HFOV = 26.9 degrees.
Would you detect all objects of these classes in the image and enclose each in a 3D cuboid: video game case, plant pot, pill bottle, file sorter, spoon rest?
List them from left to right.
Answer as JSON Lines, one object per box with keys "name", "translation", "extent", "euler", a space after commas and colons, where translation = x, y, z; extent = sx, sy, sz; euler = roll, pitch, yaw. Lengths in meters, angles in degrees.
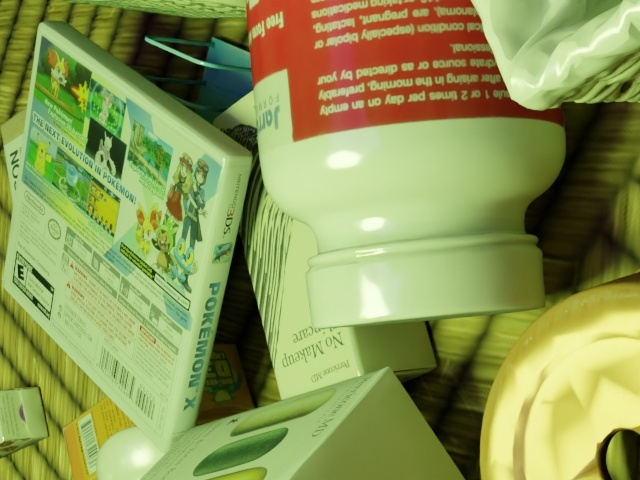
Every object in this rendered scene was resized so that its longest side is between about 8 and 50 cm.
{"name": "video game case", "translation": [-0.196, -0.011, 1.266], "extent": [0.329, 0.036, 0.300], "euler": [37, 123, 41]}
{"name": "spoon rest", "translation": [-0.176, 0.280, 1.349], "extent": [0.084, 0.137, 0.276], "euler": [-85, 17, -54]}
{"name": "file sorter", "translation": [-0.120, -0.101, 1.282], "extent": [0.118, 0.104, 0.170], "euler": [29, 112, 43]}
{"name": "pill bottle", "translation": [0.061, -0.144, 0.999], "extent": [0.229, 0.229, 0.408], "euler": [-11, 82, 46]}
{"name": "plant pot", "translation": [0.234, 0.130, 0.814], "extent": [0.290, 0.203, 0.291], "euler": [-8, 78, 43]}

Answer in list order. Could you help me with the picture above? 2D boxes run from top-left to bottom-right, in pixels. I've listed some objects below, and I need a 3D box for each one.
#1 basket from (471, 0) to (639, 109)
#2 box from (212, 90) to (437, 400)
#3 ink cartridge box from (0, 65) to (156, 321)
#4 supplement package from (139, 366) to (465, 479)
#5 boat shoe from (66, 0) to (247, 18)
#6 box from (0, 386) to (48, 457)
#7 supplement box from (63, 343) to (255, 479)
{"name": "basket", "translation": [0.243, -0.286, 0.777], "extent": [0.328, 0.266, 0.331], "euler": [-37, 65, 41]}
{"name": "box", "translation": [0.000, 0.000, 1.163], "extent": [0.113, 0.094, 0.275], "euler": [-31, 68, 43]}
{"name": "ink cartridge box", "translation": [-0.244, -0.046, 1.428], "extent": [0.193, 0.088, 0.235], "euler": [-24, 74, 43]}
{"name": "supplement package", "translation": [-0.030, 0.258, 1.073], "extent": [0.262, 0.199, 0.198], "euler": [-23, 105, 44]}
{"name": "boat shoe", "translation": [-0.184, -0.295, 1.262], "extent": [0.500, 0.186, 0.156], "euler": [16, 102, 58]}
{"name": "box", "translation": [-0.449, 0.253, 1.666], "extent": [0.324, 0.063, 0.067], "euler": [-28, 69, 43]}
{"name": "supplement box", "translation": [-0.168, 0.182, 1.357], "extent": [0.233, 0.078, 0.080], "euler": [-33, 64, 41]}
